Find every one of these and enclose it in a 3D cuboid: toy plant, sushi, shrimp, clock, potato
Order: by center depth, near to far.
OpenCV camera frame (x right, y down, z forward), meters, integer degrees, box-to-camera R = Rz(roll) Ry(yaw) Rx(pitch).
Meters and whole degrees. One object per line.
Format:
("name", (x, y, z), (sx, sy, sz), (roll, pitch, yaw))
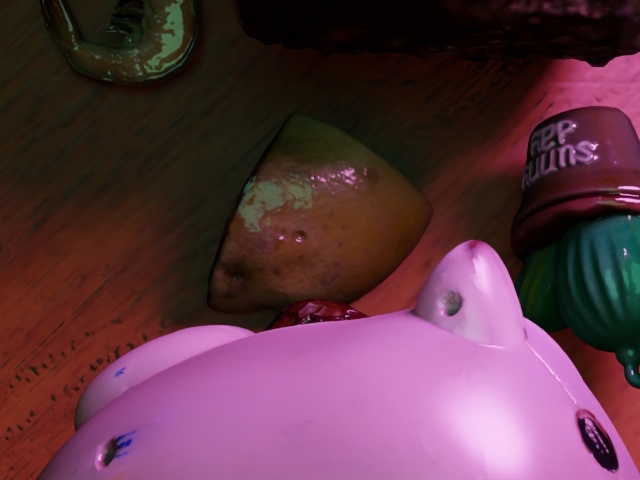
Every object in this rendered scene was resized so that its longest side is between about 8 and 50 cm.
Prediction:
("clock", (0.001, 0.202, 0.881), (0.377, 0.250, 0.368), (-36, 77, 29))
("sushi", (0.087, -0.258, 1.045), (0.294, 0.299, 0.281), (2, 105, 4))
("toy plant", (0.188, 0.011, 1.068), (0.143, 0.105, 0.200), (-22, 63, 40))
("potato", (0.000, 0.000, 1.092), (0.120, 0.081, 0.149), (26, 79, 8))
("shrimp", (-0.150, -0.199, 1.165), (0.124, 0.034, 0.178), (-5, 82, 6))

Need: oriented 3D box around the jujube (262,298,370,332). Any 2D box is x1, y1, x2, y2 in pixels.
("jujube", (0.027, 0.111, 1.061), (0.166, 0.104, 0.104), (42, 81, 5))
